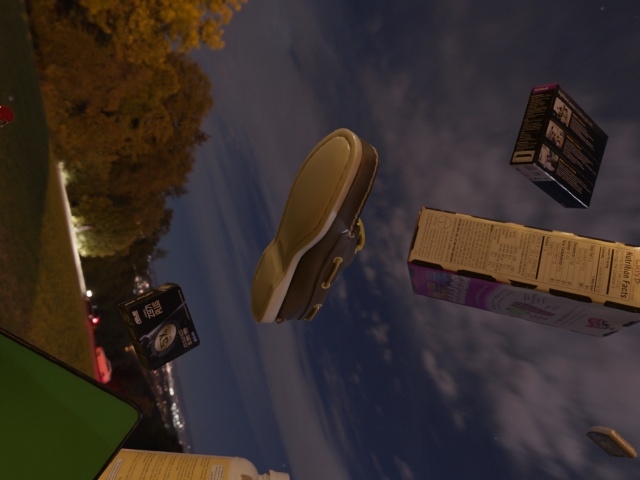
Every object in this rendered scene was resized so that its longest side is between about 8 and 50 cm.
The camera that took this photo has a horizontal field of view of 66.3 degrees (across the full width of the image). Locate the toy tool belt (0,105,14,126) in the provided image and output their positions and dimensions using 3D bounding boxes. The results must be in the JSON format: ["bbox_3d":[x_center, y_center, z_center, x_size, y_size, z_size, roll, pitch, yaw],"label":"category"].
[{"bbox_3d":[-0.392,-0.159,0.547,0.083,0.051,0.052,53,34,-36],"label":"toy tool belt"}]

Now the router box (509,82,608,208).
[{"bbox_3d":[0.384,-0.144,0.780,0.046,0.179,0.133,9,-103,55],"label":"router box"}]

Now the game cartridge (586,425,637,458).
[{"bbox_3d":[0.473,0.330,0.804,0.056,0.017,0.083,48,-12,19],"label":"game cartridge"}]

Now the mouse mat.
[{"bbox_3d":[-0.252,0.172,0.370,0.152,0.190,0.007,39,-7,-20],"label":"mouse mat"}]

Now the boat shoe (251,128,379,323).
[{"bbox_3d":[-0.001,-0.003,0.622,0.305,0.091,0.109,-60,-148,36],"label":"boat shoe"}]

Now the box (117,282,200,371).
[{"bbox_3d":[-0.418,0.221,1.276,0.077,0.147,0.180,1,-69,49],"label":"box"}]

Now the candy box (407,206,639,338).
[{"bbox_3d":[0.224,0.039,0.558,0.159,0.233,0.071,56,50,-68],"label":"candy box"}]

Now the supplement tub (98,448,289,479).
[{"bbox_3d":[-0.222,0.454,0.747,0.241,0.331,0.241,-173,-90,-85],"label":"supplement tub"}]
